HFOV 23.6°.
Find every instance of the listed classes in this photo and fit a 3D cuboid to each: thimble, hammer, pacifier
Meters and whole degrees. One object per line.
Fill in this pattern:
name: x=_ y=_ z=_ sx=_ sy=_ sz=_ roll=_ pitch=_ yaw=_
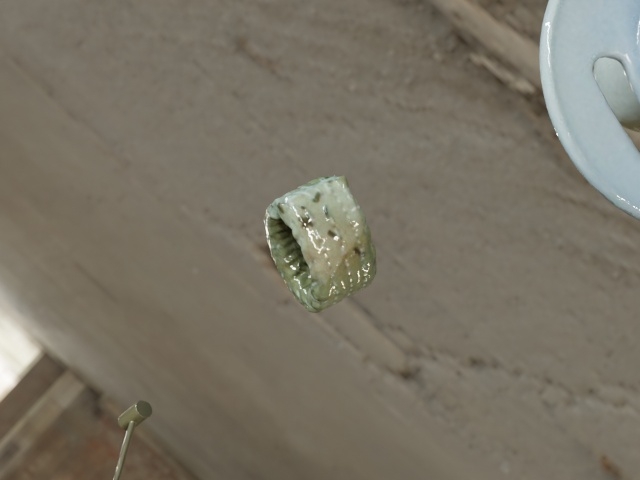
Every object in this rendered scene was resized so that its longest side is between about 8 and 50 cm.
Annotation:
thimble: x=0.000 y=0.000 z=1.214 sx=0.084 sy=0.062 sz=0.110 roll=44 pitch=154 yaw=40
hammer: x=-0.189 y=0.204 z=1.471 sx=0.019 sy=0.110 sz=0.035 roll=33 pitch=133 yaw=-20
pacifier: x=0.273 y=-0.117 z=1.070 sx=0.244 sy=0.299 sz=0.233 roll=61 pitch=164 yaw=-7
